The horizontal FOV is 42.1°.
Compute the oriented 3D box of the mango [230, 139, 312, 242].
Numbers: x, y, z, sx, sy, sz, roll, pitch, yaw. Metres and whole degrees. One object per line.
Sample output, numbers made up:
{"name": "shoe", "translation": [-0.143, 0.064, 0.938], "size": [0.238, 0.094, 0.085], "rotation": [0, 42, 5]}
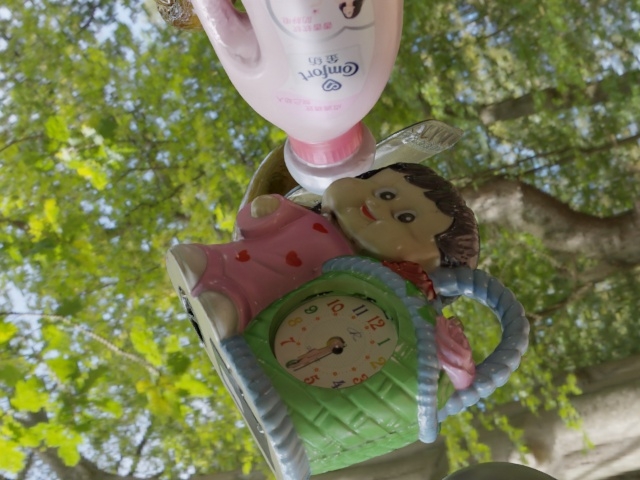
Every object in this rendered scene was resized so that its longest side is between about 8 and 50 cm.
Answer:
{"name": "mango", "translation": [0.000, 0.000, 1.368], "size": [0.300, 0.232, 0.446], "rotation": [33, -133, -23]}

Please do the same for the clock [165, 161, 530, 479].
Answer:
{"name": "clock", "translation": [0.024, 0.040, 0.519], "size": [0.194, 0.195, 0.100], "rotation": [51, 158, 37]}

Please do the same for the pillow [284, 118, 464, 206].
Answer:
{"name": "pillow", "translation": [0.059, -0.086, 0.978], "size": [0.130, 0.217, 0.033], "rotation": [4, -116, -59]}

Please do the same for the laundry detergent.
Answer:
{"name": "laundry detergent", "translation": [-0.016, -0.157, 0.612], "size": [0.335, 0.159, 0.088], "rotation": [75, -152, -56]}

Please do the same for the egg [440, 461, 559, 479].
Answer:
{"name": "egg", "translation": [0.183, 0.302, 0.754], "size": [0.176, 0.176, 0.232], "rotation": [54, 174, -21]}

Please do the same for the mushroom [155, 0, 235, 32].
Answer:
{"name": "mushroom", "translation": [-0.214, -0.453, 1.300], "size": [0.153, 0.253, 0.253], "rotation": [-15, -96, -14]}
